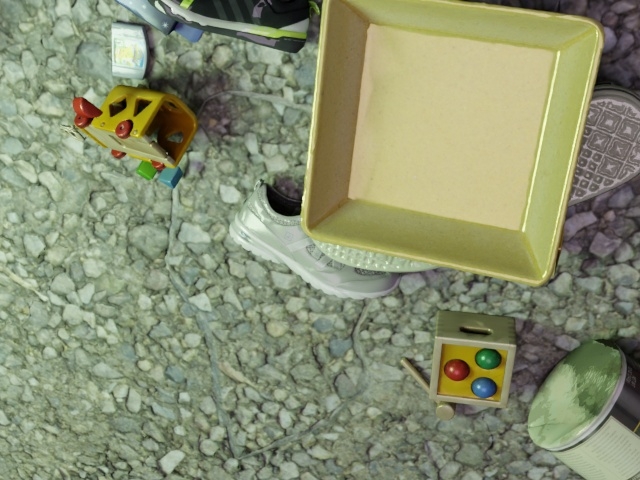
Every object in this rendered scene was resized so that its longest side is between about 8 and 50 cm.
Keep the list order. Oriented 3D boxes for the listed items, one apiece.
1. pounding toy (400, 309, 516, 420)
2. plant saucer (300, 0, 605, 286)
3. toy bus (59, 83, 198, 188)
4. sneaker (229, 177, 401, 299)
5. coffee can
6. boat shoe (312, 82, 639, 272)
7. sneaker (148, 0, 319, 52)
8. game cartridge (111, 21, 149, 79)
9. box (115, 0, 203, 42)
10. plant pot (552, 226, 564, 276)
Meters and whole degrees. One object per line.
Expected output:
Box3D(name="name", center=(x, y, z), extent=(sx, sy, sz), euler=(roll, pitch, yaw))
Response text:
Box3D(name="pounding toy", center=(0.219, 0.228, 1.419), extent=(0.181, 0.094, 0.206), euler=(5, 118, 7))
Box3D(name="plant saucer", center=(0.156, -0.136, 1.083), extent=(0.333, 0.081, 0.333), euler=(12, 112, 13))
Box3D(name="toy bus", center=(-0.280, -0.181, 1.283), extent=(0.202, 0.191, 0.104), euler=(30, 76, -7))
Box3D(name="sneaker", center=(0.000, 0.000, 1.330), extent=(0.281, 0.105, 0.115), euler=(23, 119, -2))
Box3D(name="coffee can", center=(0.498, 0.315, 1.352), extent=(0.275, 0.201, 0.201), euler=(36, 118, -10))
Box3D(name="boat shoe", center=(0.214, -0.088, 1.210), extent=(0.500, 0.156, 0.187), euler=(-20, 104, 22))
Box3D(name="sneaker", center=(-0.119, -0.332, 1.185), extent=(0.235, 0.084, 0.097), euler=(11, 105, -18))
Box3D(name="game cartridge", center=(-0.284, -0.282, 1.282), extent=(0.056, 0.017, 0.083), euler=(7, 119, 2))
Box3D(name="box", center=(-0.245, -0.389, 1.207), extent=(0.225, 0.036, 0.136), euler=(32, 119, -9))
Box3D(name="plant pot", center=(0.318, -0.005, 1.287), extent=(0.083, 0.081, 0.081), euler=(8, 120, 20))
